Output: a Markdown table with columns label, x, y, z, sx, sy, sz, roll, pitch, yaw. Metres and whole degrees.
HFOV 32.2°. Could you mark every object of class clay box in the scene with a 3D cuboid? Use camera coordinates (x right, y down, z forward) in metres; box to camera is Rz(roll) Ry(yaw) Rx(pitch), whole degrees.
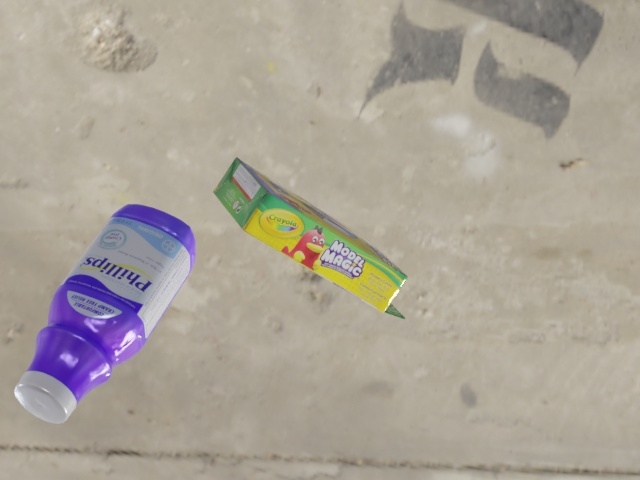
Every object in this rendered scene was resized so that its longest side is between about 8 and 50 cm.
| label | x | y | z | sx | sy | sz | roll | pitch | yaw |
| --- | --- | --- | --- | --- | --- | --- | --- | --- | --- |
| clay box | 0.000 | 0.000 | 1.189 | 0.222 | 0.127 | 0.053 | 30 | 98 | -28 |

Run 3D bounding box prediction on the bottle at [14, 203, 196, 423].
| label | x | y | z | sx | sy | sz | roll | pitch | yaw |
| --- | --- | --- | --- | --- | --- | --- | --- | --- | --- |
| bottle | -0.250 | 0.081 | 1.280 | 0.118 | 0.283 | 0.092 | 20 | 140 | 11 |
